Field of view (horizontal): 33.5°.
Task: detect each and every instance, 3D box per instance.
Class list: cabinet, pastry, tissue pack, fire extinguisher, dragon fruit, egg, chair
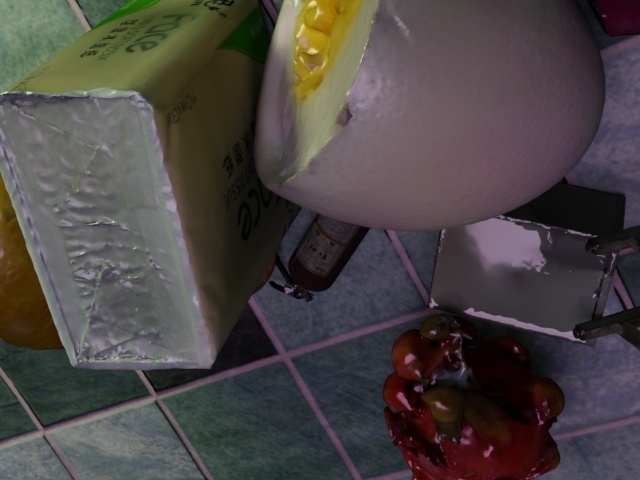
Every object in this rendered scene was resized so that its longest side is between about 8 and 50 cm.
[{"bbox_3d":[0.253,0.013,1.309,0.206,0.150,0.145,13,117,12],"label":"cabinet"},{"bbox_3d":[-0.359,-0.026,1.400,0.164,0.356,0.355,-9,115,15],"label":"pastry"},{"bbox_3d":[-0.175,-0.090,1.247,0.205,0.405,0.331,-2,117,16],"label":"tissue pack"},{"bbox_3d":[0.000,0.000,1.443,0.099,0.071,0.231,50,127,21],"label":"fire extinguisher"},{"bbox_3d":[0.180,0.223,1.377,0.307,0.227,0.243,28,145,-22],"label":"dragon fruit"},{"bbox_3d":[0.139,-0.170,1.151,0.340,0.354,0.354,15,125,-20],"label":"egg"},{"bbox_3d":[0.434,0.054,1.188,0.271,0.147,0.136,-13,122,-24],"label":"chair"}]

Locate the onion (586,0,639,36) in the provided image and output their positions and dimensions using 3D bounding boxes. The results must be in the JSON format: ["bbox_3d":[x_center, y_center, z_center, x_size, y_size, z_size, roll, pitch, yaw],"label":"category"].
[{"bbox_3d":[0.348,-0.345,1.038,0.230,0.272,0.256,-23,145,23],"label":"onion"}]

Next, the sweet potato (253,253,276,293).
[{"bbox_3d":[-0.178,0.057,1.514,0.252,0.097,0.097,-21,109,26],"label":"sweet potato"}]
